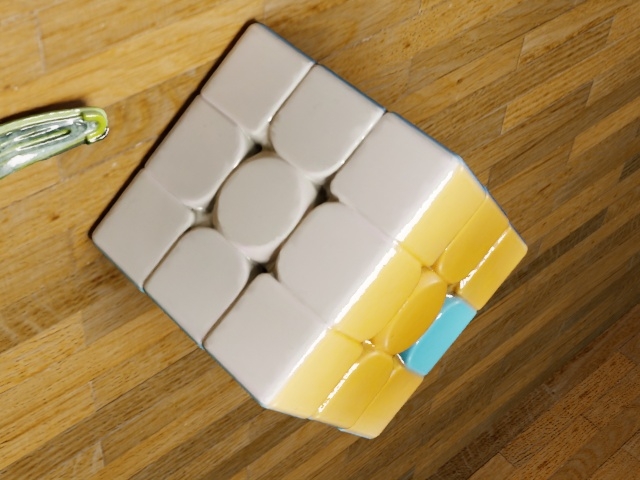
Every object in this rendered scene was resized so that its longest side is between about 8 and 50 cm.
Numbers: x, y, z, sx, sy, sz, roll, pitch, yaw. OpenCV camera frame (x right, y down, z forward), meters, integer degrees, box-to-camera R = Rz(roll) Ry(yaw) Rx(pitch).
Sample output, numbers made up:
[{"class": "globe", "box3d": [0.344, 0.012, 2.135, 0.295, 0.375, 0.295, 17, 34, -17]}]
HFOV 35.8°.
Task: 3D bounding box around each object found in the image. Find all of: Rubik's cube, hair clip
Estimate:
[{"class": "Rubik's cube", "box3d": [0.000, 0.000, 1.055, 0.291, 0.290, 0.292, -52, 152, 2]}, {"class": "hair clip", "box3d": [-0.270, -0.077, 0.856, 0.188, 0.033, 0.060, -28, 142, -30]}]
